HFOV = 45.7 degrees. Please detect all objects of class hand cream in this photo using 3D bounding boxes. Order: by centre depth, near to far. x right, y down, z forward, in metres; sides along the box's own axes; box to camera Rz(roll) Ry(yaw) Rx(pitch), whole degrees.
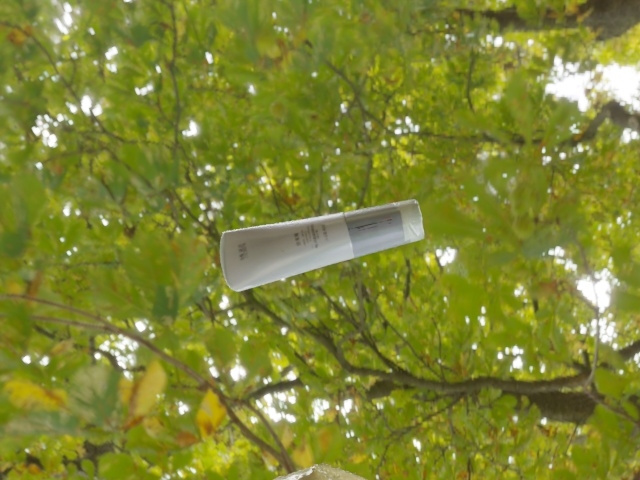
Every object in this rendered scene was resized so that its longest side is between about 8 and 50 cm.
[{"bbox_3d":[0.000,0.000,0.941,0.255,0.048,0.079,-13,-112,4],"label":"hand cream"}]

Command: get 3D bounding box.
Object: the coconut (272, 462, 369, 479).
[{"bbox_3d":[0.015,0.367,0.730,0.233,0.233,0.245,-20,-136,-5],"label":"coconut"}]
